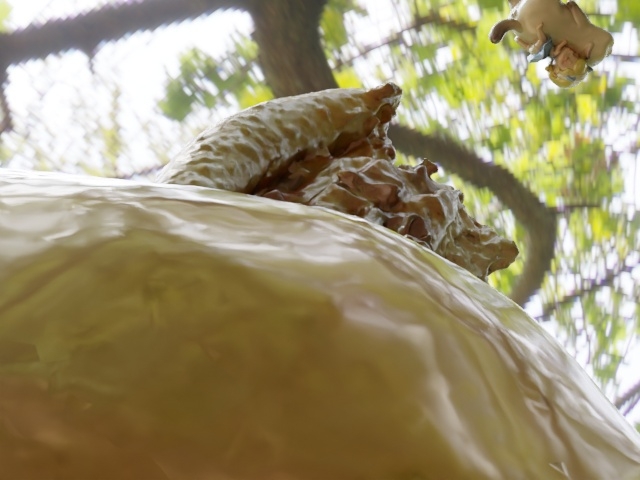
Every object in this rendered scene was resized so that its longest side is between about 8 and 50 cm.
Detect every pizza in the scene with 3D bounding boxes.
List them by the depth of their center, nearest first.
[{"bbox_3d":[0.000,0.000,0.952,0.182,0.365,0.074,21,-60,15],"label":"pizza"}]

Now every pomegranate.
[{"bbox_3d":[-0.077,0.172,0.430,0.411,0.411,0.411,-1,-99,8],"label":"pomegranate"}]

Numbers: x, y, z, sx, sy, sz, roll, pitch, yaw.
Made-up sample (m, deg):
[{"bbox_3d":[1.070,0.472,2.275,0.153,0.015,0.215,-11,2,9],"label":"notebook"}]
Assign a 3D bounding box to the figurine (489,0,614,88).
[{"bbox_3d":[0.156,-0.134,1.226,0.083,0.047,0.050,30,-109,-7],"label":"figurine"}]
